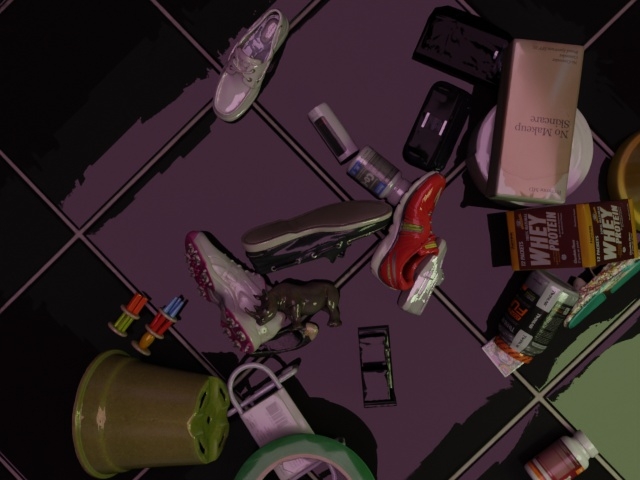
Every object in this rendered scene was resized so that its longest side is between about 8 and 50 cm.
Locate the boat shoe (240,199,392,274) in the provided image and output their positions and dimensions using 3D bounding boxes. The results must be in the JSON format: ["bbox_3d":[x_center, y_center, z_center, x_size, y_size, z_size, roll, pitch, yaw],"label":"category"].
[{"bbox_3d":[0.000,0.002,1.931,0.340,0.127,0.113,-17,118,-8],"label":"boat shoe"}]

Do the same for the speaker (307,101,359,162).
[{"bbox_3d":[0.028,-0.244,1.953,0.055,0.055,0.136,-35,89,2],"label":"speaker"}]

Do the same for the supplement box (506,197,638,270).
[{"bbox_3d":[0.530,-0.012,1.827,0.194,0.191,0.129,-7,91,-41],"label":"supplement box"}]

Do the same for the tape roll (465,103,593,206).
[{"bbox_3d":[0.448,-0.192,1.879,0.246,0.169,0.246,0,91,2],"label":"tape roll"}]

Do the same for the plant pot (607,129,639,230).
[{"bbox_3d":[0.767,-0.134,1.832,0.254,0.239,0.253,0,91,1],"label":"plant pot"}]

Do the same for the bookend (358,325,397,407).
[{"bbox_3d":[0.123,0.274,1.904,0.073,0.156,0.157,-5,90,3],"label":"bookend"}]

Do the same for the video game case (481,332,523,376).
[{"bbox_3d":[0.439,0.239,1.962,0.122,0.011,0.087,-39,89,2],"label":"video game case"}]

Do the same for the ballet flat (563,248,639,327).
[{"bbox_3d":[0.616,0.096,1.930,0.241,0.091,0.077,-40,59,-2],"label":"ballet flat"}]

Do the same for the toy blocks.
[{"bbox_3d":[-0.393,0.169,1.975,0.123,0.054,0.148,39,92,1],"label":"toy blocks"}]

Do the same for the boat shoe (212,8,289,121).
[{"bbox_3d":[-0.165,-0.399,1.938,0.098,0.096,0.277,28,92,1],"label":"boat shoe"}]

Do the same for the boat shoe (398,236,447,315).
[{"bbox_3d":[0.243,0.084,1.946,0.063,0.066,0.184,28,86,-18],"label":"boat shoe"}]

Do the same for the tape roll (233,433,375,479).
[{"bbox_3d":[-0.033,0.565,1.799,0.322,0.077,0.321,0,75,0],"label":"tape roll"}]

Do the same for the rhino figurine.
[{"bbox_3d":[-0.058,0.144,1.908,0.243,0.073,0.106,-1,78,-30],"label":"rhino figurine"}]

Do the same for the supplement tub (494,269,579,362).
[{"bbox_3d":[0.466,0.165,1.886,0.117,0.117,0.190,30,103,2],"label":"supplement tub"}]

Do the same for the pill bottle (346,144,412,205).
[{"bbox_3d":[0.133,-0.143,1.938,0.137,0.078,0.078,39,92,2],"label":"pill bottle"}]

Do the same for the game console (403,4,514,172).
[{"bbox_3d":[0.285,-0.335,1.949,0.213,0.044,0.361,24,91,4],"label":"game console"}]

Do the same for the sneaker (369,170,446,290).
[{"bbox_3d":[0.220,-0.016,1.908,0.118,0.107,0.278,31,103,33],"label":"sneaker"}]

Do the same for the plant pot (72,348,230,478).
[{"bbox_3d":[-0.339,0.372,1.837,0.254,0.276,0.275,-1,91,18],"label":"plant pot"}]

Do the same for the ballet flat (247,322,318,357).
[{"bbox_3d":[-0.086,0.231,1.965,0.173,0.049,0.057,-20,91,2],"label":"ballet flat"}]

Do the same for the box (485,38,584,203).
[{"bbox_3d":[0.426,-0.232,1.734,0.148,0.121,0.310,5,90,2],"label":"box"}]

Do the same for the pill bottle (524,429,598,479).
[{"bbox_3d":[0.536,0.491,1.923,0.152,0.086,0.086,-38,89,3],"label":"pill bottle"}]

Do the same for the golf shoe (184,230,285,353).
[{"bbox_3d":[-0.195,0.101,1.954,0.140,0.115,0.306,-28,83,-27],"label":"golf shoe"}]

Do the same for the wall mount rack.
[{"bbox_3d":[-0.125,0.448,1.937,0.304,0.130,0.350,-32,89,-1],"label":"wall mount rack"}]
